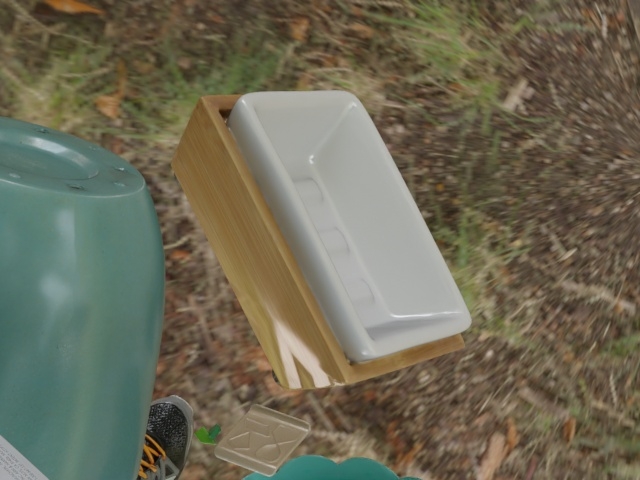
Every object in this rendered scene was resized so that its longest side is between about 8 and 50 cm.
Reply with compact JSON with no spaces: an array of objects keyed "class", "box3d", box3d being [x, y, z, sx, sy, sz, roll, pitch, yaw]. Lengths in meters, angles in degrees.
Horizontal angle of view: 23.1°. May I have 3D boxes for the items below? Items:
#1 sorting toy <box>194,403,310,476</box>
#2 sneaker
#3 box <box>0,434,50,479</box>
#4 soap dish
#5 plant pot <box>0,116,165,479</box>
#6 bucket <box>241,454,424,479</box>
[{"class":"sorting toy","box3d":[-0.057,0.157,1.253,0.083,0.062,0.012,16,132,26]},{"class":"sneaker","box3d":[-0.199,0.238,1.549,0.084,0.083,0.215,37,66,7]},{"class":"box","box3d":[-0.271,0.154,0.741,0.262,0.231,0.127,33,129,33]},{"class":"soap dish","box3d":[0.000,0.000,1.473,0.118,0.229,0.291,-34,77,30]},{"class":"plant pot","box3d":[-0.252,0.038,1.206,0.293,0.293,0.235,20,106,11]},{"class":"bucket","box3d":[0.014,0.354,1.452,0.281,0.183,0.281,-2,59,3]}]
